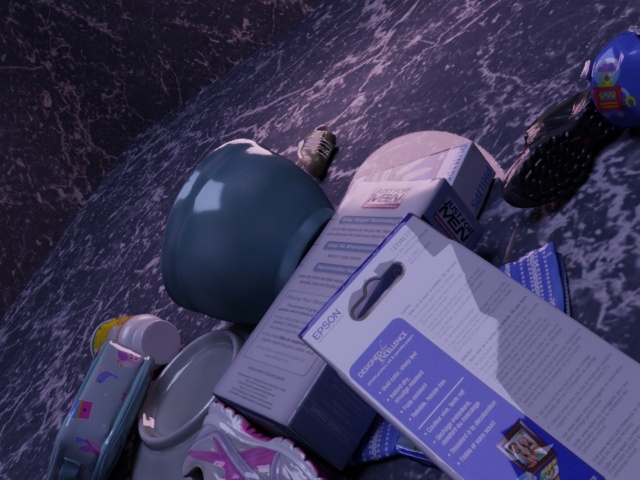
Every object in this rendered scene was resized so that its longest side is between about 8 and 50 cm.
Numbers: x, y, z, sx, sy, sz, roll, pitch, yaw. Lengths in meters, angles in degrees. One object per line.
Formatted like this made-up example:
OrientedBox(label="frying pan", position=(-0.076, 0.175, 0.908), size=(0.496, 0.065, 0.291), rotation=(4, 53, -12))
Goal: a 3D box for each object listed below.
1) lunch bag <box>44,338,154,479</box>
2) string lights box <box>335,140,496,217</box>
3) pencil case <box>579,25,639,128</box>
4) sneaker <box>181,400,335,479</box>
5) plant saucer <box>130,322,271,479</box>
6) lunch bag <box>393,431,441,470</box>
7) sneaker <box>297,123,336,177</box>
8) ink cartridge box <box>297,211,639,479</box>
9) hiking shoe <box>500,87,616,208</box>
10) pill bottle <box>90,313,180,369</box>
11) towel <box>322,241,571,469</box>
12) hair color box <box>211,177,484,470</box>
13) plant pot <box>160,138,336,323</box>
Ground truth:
OrientedBox(label="lunch bag", position=(-0.375, 0.320, 1.217), size=(0.279, 0.107, 0.224), rotation=(120, 168, -45))
OrientedBox(label="string lights box", position=(0.142, -0.060, 1.174), size=(0.259, 0.077, 0.133), rotation=(-15, 37, 46))
OrientedBox(label="pencil case", position=(0.470, -0.206, 0.855), size=(0.119, 0.133, 0.306), rotation=(-18, 13, -29))
OrientedBox(label="sneaker", position=(-0.072, 0.295, 0.876), size=(0.252, 0.103, 0.111), rotation=(13, 61, 44))
OrientedBox(label="plant saucer", position=(-0.178, 0.252, 1.136), size=(0.400, 0.100, 0.400), rotation=(-34, 27, 20))
OrientedBox(label="lunch bag", position=(0.168, 0.174, 0.716), size=(0.151, 0.096, 0.129), rotation=(4, 68, 36))
OrientedBox(label="sneaker", position=(-0.003, -0.213, 1.641), size=(0.086, 0.064, 0.192), rotation=(-42, 21, 14))
OrientedBox(label="ink cartridge box", position=(0.163, 0.137, 0.645), size=(0.176, 0.069, 0.371), rotation=(-47, 58, -7))
OrientedBox(label="hiking shoe", position=(0.326, -0.125, 1.021), size=(0.227, 0.086, 0.114), rotation=(-44, 11, -14))
OrientedBox(label="pill bottle", position=(-0.375, 0.210, 1.471), size=(0.208, 0.117, 0.118), rotation=(-12, 39, 49))
OrientedBox(label="towel", position=(0.147, 0.144, 0.895), size=(0.336, 0.040, 0.243), rotation=(-26, 31, 32))
OrientedBox(label="hair color box", position=(0.040, 0.091, 0.957), size=(0.185, 0.113, 0.374), rotation=(4, 54, 53))
OrientedBox(label="plant pot", position=(-0.076, 0.009, 1.129), size=(0.196, 0.293, 0.293), rotation=(22, 62, 25))
